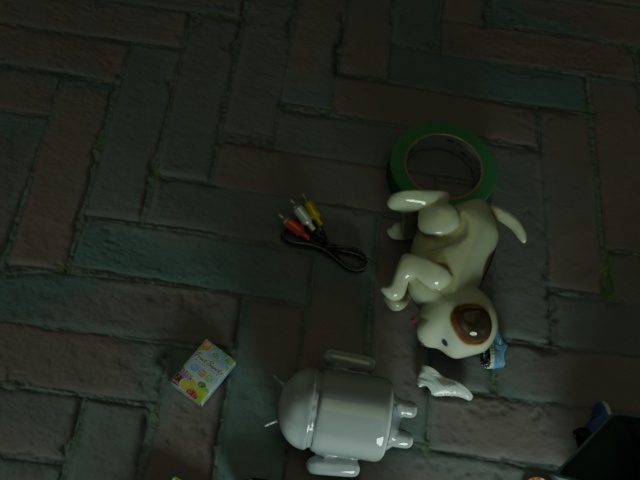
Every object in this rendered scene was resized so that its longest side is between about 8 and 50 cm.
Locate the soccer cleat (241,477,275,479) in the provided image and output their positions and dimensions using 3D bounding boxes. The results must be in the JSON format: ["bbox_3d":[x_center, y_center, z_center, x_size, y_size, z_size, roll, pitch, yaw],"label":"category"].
[{"bbox_3d":[-0.105,0.591,1.768,0.179,0.072,0.060,7,61,-1],"label":"soccer cleat"}]

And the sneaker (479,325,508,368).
[{"bbox_3d":[0.465,0.269,2.014,0.073,0.063,0.162,13,63,-19],"label":"sneaker"}]

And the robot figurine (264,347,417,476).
[{"bbox_3d":[0.049,0.416,1.806,0.353,0.200,0.300,10,75,0],"label":"robot figurine"}]

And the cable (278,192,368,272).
[{"bbox_3d":[0.000,0.000,2.100,0.287,0.072,0.139,42,71,16],"label":"cable"}]

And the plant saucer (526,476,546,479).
[{"bbox_3d":[0.534,0.624,1.843,0.083,0.013,0.083,2,62,-4],"label":"plant saucer"}]

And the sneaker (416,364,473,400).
[{"bbox_3d":[0.318,0.381,1.939,0.152,0.054,0.061,25,71,15],"label":"sneaker"}]

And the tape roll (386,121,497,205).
[{"bbox_3d":[0.361,-0.204,2.242,0.321,0.077,0.321,2,61,-3],"label":"tape roll"}]

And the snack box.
[{"bbox_3d":[-0.297,0.336,1.910,0.100,0.037,0.141,34,64,12],"label":"snack box"}]

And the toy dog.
[{"bbox_3d":[0.344,0.108,1.973,0.395,0.284,0.408,0,68,-4],"label":"toy dog"}]

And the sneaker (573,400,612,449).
[{"bbox_3d":[0.689,0.476,1.912,0.084,0.058,0.152,15,67,-7],"label":"sneaker"}]

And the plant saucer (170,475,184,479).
[{"bbox_3d":[-0.302,0.670,1.724,0.188,0.045,0.188,24,62,8],"label":"plant saucer"}]

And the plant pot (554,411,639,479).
[{"bbox_3d":[0.760,0.587,1.754,0.247,0.248,0.252,-36,97,-22],"label":"plant pot"}]
